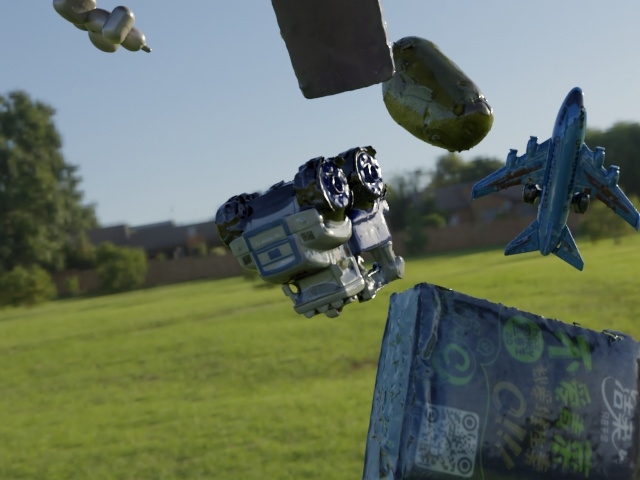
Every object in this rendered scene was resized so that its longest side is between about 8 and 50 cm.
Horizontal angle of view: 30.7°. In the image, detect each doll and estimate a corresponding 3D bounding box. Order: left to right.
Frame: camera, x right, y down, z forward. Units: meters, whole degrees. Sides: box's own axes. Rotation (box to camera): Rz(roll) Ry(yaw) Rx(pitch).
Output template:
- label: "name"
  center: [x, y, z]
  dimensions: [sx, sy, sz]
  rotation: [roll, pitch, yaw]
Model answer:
- label: "doll"
  center: [-0.330, -0.328, 1.755]
  dimensions: [0.161, 0.059, 0.160]
  rotation: [27, -6, 16]

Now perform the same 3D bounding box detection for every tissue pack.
- label: "tissue pack"
  center: [0.158, 0.144, 0.964]
  dimensions: [0.236, 0.173, 0.073]
  rotation: [15, -20, -22]

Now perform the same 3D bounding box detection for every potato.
- label: "potato"
  center: [0.136, -0.169, 1.377]
  dimensions: [0.085, 0.105, 0.188]
  rotation: [0, 31, -36]

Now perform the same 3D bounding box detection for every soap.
- label: "soap"
  center: [-0.014, -0.333, 1.179]
  dimensions: [0.107, 0.285, 0.296]
  rotation: [-15, 34, 7]

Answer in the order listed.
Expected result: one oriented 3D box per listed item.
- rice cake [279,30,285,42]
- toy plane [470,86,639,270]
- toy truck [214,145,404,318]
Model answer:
- label: "rice cake"
  center: [0.001, -0.350, 1.432]
  dimensions: [0.038, 0.211, 0.124]
  rotation: [23, 37, 17]
- label: "toy plane"
  center: [0.365, -0.097, 1.766]
  dimensions: [0.254, 0.271, 0.105]
  rotation: [12, 4, 11]
- label: "toy truck"
  center: [0.000, 0.000, 1.363]
  dimensions: [0.161, 0.177, 0.213]
  rotation: [-22, 0, 31]
